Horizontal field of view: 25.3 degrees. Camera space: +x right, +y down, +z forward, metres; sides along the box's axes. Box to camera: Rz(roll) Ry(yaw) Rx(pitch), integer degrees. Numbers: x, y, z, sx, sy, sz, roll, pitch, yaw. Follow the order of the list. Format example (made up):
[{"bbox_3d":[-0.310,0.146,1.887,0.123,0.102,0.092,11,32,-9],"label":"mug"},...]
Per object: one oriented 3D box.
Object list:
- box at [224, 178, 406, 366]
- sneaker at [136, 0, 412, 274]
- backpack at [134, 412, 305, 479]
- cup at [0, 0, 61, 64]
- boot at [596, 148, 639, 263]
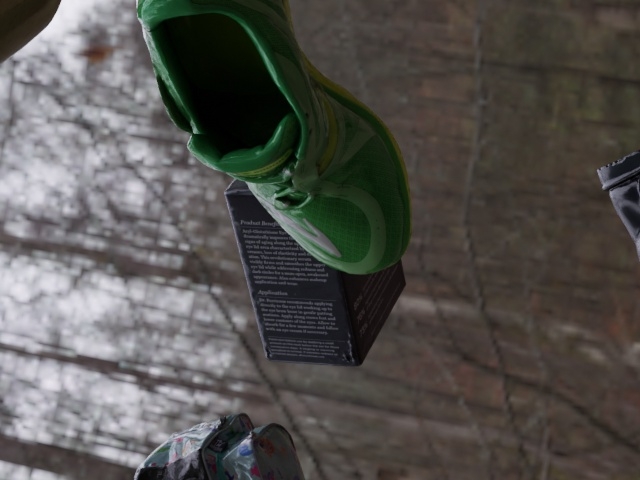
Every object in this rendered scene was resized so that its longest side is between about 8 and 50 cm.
[{"bbox_3d":[0.000,0.000,1.429,0.153,0.108,0.207,-55,-40,-51],"label":"box"},{"bbox_3d":[-0.036,-0.069,0.873,0.295,0.109,0.123,55,-147,-39],"label":"sneaker"},{"bbox_3d":[-0.109,0.327,1.742,0.253,0.191,0.225,-58,-51,-83],"label":"backpack"},{"bbox_3d":[-0.338,-0.236,1.104,0.237,0.331,0.331,-10,-68,-39],"label":"cup"},{"bbox_3d":[0.391,-0.013,1.376,0.094,0.246,0.207,-19,-96,-34],"label":"boot"}]
